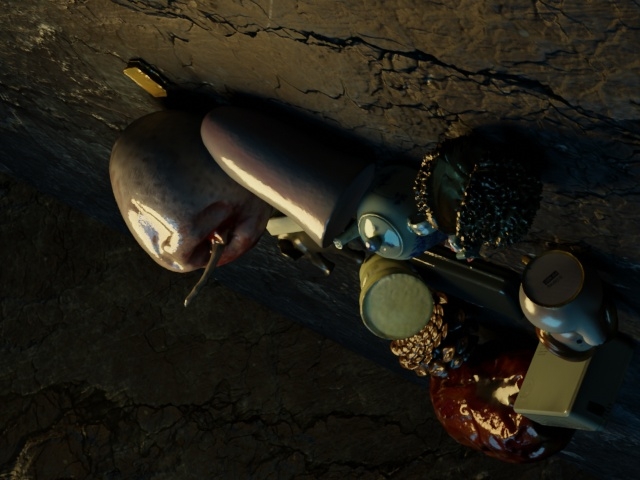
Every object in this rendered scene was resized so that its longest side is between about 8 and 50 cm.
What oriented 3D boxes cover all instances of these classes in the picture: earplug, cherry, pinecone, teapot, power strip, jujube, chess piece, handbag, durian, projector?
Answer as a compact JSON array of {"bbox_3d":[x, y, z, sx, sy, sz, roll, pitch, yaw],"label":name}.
[{"bbox_3d":[-0.076,-0.134,1.863,0.301,0.172,0.172,31,168,12],"label":"earplug"},{"bbox_3d":[-0.256,-0.100,2.040,0.335,0.291,0.326,41,-169,3],"label":"cherry"},{"bbox_3d":[0.261,0.207,2.397,0.208,0.207,0.208,26,167,7],"label":"pinecone"},{"bbox_3d":[0.125,-0.030,1.774,0.159,0.159,0.232,36,154,-30],"label":"teapot"},{"bbox_3d":[-0.015,-0.060,2.100,0.043,0.106,0.367,57,161,-10],"label":"power strip"},{"bbox_3d":[0.415,0.359,2.459,0.276,0.276,0.377,33,167,-21],"label":"jujube"},{"bbox_3d":[0.140,0.093,2.226,0.144,0.144,0.251,31,-168,-13],"label":"chess piece"},{"bbox_3d":[-0.317,-0.298,1.986,0.083,0.027,0.061,37,164,-32],"label":"handbag"},{"bbox_3d":[0.233,-0.068,1.528,0.196,0.167,0.196,28,-167,-7],"label":"durian"},{"bbox_3d":[0.505,0.277,2.157,0.099,0.192,0.257,25,168,-9],"label":"projector"}]

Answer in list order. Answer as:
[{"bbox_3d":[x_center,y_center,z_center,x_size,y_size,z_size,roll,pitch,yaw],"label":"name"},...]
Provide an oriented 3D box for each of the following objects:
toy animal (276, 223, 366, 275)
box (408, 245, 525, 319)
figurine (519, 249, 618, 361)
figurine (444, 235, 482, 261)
[{"bbox_3d":[0.000,-0.004,2.322,0.146,0.114,0.245,28,147,-27],"label":"toy animal"},{"bbox_3d":[0.292,0.077,2.129,0.230,0.050,0.160,20,164,30],"label":"box"},{"bbox_3d":[0.417,0.111,1.827,0.189,0.142,0.263,57,-174,33],"label":"figurine"},{"bbox_3d":[0.221,-0.016,1.879,0.140,0.068,0.075,28,170,-10],"label":"figurine"}]
